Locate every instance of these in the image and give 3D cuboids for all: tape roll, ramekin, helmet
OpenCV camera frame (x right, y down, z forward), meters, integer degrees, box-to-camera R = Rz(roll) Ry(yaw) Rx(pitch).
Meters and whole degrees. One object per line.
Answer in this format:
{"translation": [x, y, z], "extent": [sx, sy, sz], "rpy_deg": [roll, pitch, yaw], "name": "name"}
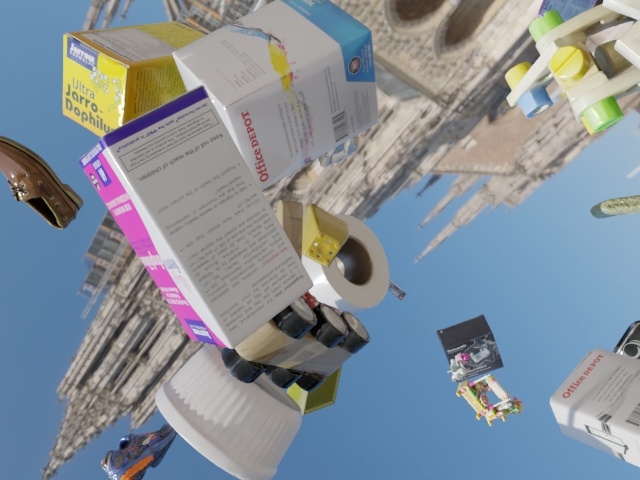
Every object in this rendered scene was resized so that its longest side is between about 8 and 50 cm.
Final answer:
{"translation": [0.030, 0.076, 1.456], "extent": [0.246, 0.169, 0.246], "rpy_deg": [22, -125, -35], "name": "tape roll"}
{"translation": [-0.123, 0.241, 0.844], "extent": [0.207, 0.109, 0.207], "rpy_deg": [37, 173, 5], "name": "ramekin"}
{"translation": [0.716, 0.248, 1.222], "extent": [0.161, 0.169, 0.169], "rpy_deg": [34, -149, 23], "name": "helmet"}

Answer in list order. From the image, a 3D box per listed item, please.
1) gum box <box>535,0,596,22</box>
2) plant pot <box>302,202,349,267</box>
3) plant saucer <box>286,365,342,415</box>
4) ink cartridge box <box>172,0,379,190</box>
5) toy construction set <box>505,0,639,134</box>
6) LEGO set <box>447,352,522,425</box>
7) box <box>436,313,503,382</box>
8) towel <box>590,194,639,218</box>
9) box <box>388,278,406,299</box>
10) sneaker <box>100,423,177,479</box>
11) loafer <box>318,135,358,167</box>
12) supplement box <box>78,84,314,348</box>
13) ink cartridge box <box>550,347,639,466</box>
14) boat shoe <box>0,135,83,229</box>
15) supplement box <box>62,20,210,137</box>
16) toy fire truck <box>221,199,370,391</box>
{"translation": [0.333, -0.350, 0.727], "extent": [0.062, 0.107, 0.188], "rpy_deg": [24, -179, 11], "name": "gum box"}
{"translation": [0.000, 0.000, 0.998], "extent": [0.081, 0.081, 0.083], "rpy_deg": [29, -164, -16], "name": "plant pot"}
{"translation": [-0.007, 0.367, 1.507], "extent": [0.045, 0.188, 0.188], "rpy_deg": [17, -169, 37], "name": "plant saucer"}
{"translation": [-0.069, -0.259, 0.997], "extent": [0.270, 0.198, 0.197], "rpy_deg": [-32, -125, -14], "name": "ink cartridge box"}
{"translation": [0.263, -0.180, 0.447], "extent": [0.151, 0.215, 0.327], "rpy_deg": [64, -167, -1], "name": "toy construction set"}
{"translation": [0.469, 0.408, 1.540], "extent": [0.287, 0.107, 0.132], "rpy_deg": [36, -144, -21], "name": "LEGO set"}
{"translation": [0.462, 0.335, 1.800], "extent": [0.093, 0.156, 0.158], "rpy_deg": [-99, -15, -59], "name": "box"}
{"translation": [0.539, -0.061, 0.975], "extent": [0.110, 0.148, 0.027], "rpy_deg": [12, -109, -75], "name": "towel"}
{"translation": [0.184, 0.116, 1.718], "extent": [0.094, 0.027, 0.137], "rpy_deg": [37, -176, -31], "name": "box"}
{"translation": [-0.363, 0.421, 1.185], "extent": [0.087, 0.083, 0.221], "rpy_deg": [35, -173, 7], "name": "sneaker"}
{"translation": [0.036, -0.230, 1.262], "extent": [0.268, 0.092, 0.102], "rpy_deg": [151, 98, -85], "name": "loafer"}
{"translation": [-0.121, -0.017, 0.573], "extent": [0.114, 0.111, 0.220], "rpy_deg": [-38, -75, -29], "name": "supplement box"}
{"translation": [0.505, 0.272, 0.937], "extent": [0.148, 0.203, 0.086], "rpy_deg": [-37, -67, -23], "name": "ink cartridge box"}
{"translation": [-0.772, -0.149, 1.561], "extent": [0.307, 0.110, 0.104], "rpy_deg": [49, -132, -41], "name": "boat shoe"}
{"translation": [-0.394, -0.380, 1.376], "extent": [0.194, 0.195, 0.356], "rpy_deg": [30, -145, 19], "name": "supplement box"}
{"translation": [-0.057, 0.060, 0.822], "extent": [0.217, 0.158, 0.246], "rpy_deg": [27, -157, -52], "name": "toy fire truck"}
